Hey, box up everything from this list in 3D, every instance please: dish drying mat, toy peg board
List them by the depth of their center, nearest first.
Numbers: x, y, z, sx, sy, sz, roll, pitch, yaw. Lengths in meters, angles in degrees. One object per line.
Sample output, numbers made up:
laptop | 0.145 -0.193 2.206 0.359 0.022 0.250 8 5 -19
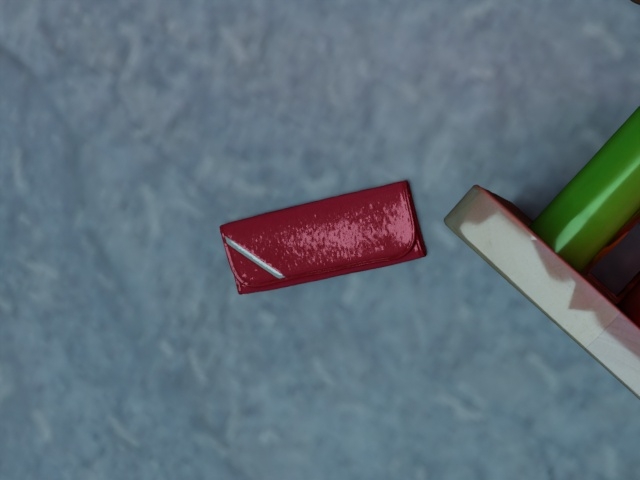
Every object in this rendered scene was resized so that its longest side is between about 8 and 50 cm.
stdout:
toy peg board | 0.132 0.020 0.464 0.160 0.161 0.079 42 98 8
dish drying mat | 0.000 0.000 0.585 0.083 0.008 0.032 -12 95 23

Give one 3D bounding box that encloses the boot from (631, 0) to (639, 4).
boot | 0.201 -0.066 0.461 0.197 0.073 0.152 -18 98 26
